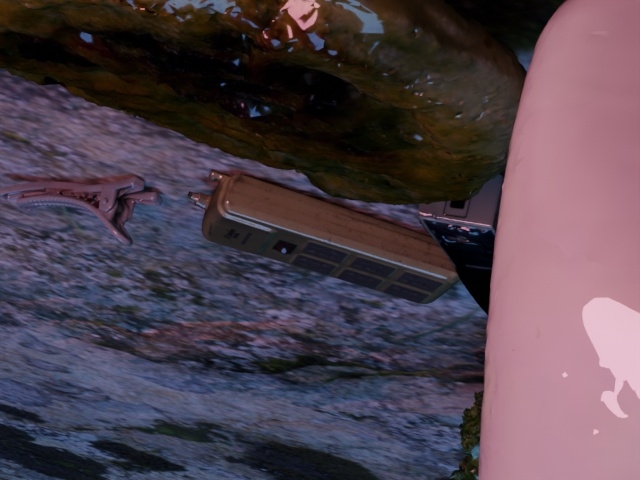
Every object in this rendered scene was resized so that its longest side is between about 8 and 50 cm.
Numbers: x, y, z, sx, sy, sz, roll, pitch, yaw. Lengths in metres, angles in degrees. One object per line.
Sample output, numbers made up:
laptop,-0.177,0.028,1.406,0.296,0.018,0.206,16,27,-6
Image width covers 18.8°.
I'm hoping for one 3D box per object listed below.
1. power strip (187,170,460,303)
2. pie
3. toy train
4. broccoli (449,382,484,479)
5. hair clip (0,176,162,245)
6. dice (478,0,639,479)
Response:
power strip,0.000,0.000,1.158,0.169,0.028,0.076,17,163,-7
pie,-0.053,-0.082,0.800,0.323,0.070,0.323,18,175,2
toy train,0.103,0.013,1.083,0.043,0.047,0.207,9,162,21
broccoli,0.193,0.223,1.316,0.308,0.275,0.308,40,172,7
hair clip,-0.155,-0.020,1.213,0.115,0.039,0.030,4,154,37
dice,0.219,0.076,0.662,0.304,0.277,0.304,4,130,13
